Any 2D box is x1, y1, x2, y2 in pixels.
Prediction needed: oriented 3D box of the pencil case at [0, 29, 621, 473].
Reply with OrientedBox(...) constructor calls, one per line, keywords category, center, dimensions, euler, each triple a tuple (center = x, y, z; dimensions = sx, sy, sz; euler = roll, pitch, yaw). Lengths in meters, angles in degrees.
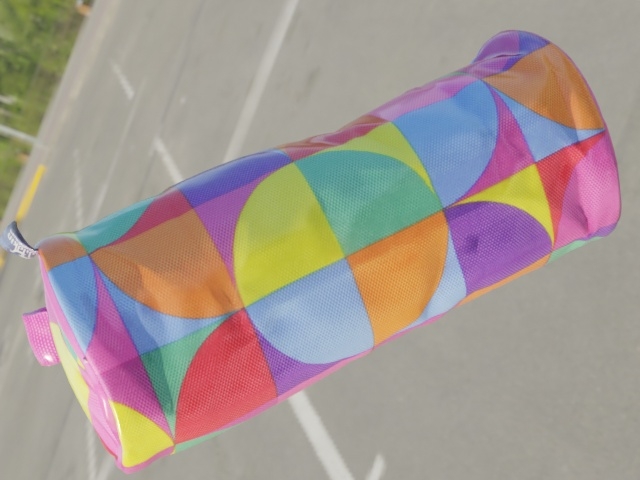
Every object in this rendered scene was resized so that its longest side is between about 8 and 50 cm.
OrientedBox(category="pencil case", center=(0.000, 0.000, 0.486), dimensions=(0.104, 0.236, 0.104), euler=(60, 165, 27))
